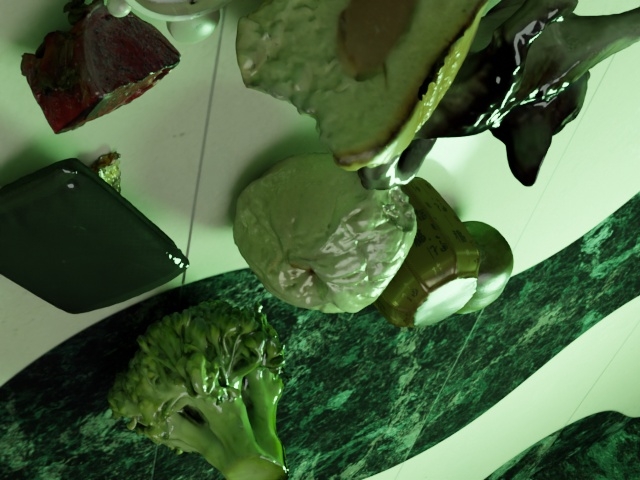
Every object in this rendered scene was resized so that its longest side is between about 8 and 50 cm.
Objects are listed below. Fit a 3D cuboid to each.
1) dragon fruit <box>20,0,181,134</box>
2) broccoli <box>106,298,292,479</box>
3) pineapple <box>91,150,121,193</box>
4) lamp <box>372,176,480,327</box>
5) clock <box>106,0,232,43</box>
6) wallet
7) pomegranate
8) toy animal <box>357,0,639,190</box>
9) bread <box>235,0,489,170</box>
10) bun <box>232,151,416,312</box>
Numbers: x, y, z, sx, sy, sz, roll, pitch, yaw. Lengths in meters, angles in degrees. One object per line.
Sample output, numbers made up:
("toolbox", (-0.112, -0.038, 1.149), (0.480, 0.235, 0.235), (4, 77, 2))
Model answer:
("dragon fruit", (-0.201, -0.157, 0.913), (0.102, 0.096, 0.147), (-37, -176, 23))
("broccoli", (-0.143, 0.216, 1.354), (0.248, 0.245, 0.288), (-24, 145, -3))
("pineapple", (-0.228, -0.056, 1.093), (0.045, 0.019, 0.083), (-27, 150, -27))
("lamp", (0.114, 0.013, 1.389), (0.161, 0.185, 0.161), (-26, 151, -16))
("clock", (-0.116, -0.259, 0.871), (0.155, 0.063, 0.229), (-22, 146, -18))
("wallet", (-0.260, 0.000, 1.094), (0.168, 0.052, 0.245), (-22, 150, 11))
("pomegranate", (0.192, 0.039, 1.591), (0.191, 0.131, 0.152), (-2, 148, -11))
("toy animal", (0.196, -0.178, 1.188), (0.344, 0.194, 0.303), (-2, 133, -50))
("bread", (0.046, -0.203, 0.947), (0.211, 0.183, 0.224), (-57, 175, 20))
("bun", (0.000, 0.000, 1.241), (0.220, 0.134, 0.220), (5, 134, 6))
